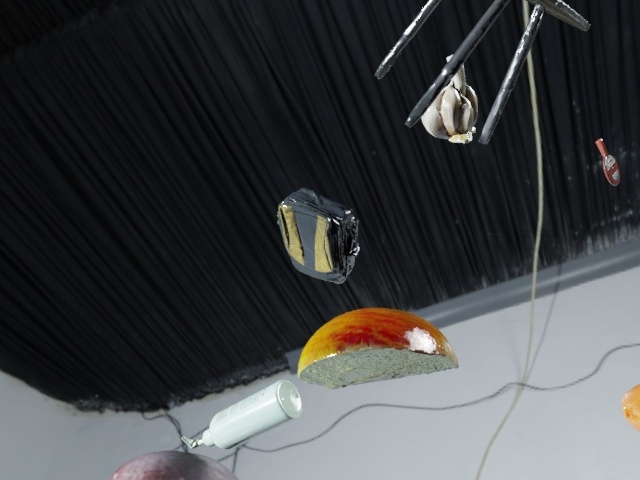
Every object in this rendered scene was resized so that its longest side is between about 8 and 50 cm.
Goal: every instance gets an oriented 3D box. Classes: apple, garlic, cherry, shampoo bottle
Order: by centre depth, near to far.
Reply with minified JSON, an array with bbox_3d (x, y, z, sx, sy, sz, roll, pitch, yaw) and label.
[{"bbox_3d":[-0.114,0.259,0.738,0.195,0.056,0.056,-33,29,25],"label":"shampoo bottle"},{"bbox_3d":[-0.195,0.403,0.740,0.183,0.266,0.213,-46,20,-18],"label":"cherry"},{"bbox_3d":[0.120,0.238,1.157,0.345,0.179,0.254,-11,14,14],"label":"apple"},{"bbox_3d":[0.289,-0.317,1.177,0.127,0.194,0.131,16,47,33],"label":"garlic"}]

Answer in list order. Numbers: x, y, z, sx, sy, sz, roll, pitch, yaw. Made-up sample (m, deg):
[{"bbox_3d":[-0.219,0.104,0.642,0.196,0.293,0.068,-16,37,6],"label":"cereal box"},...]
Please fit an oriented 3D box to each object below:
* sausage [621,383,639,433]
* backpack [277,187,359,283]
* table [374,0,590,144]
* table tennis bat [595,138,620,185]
[{"bbox_3d":[0.742,0.329,1.030,0.258,0.133,0.133,-14,36,21],"label":"sausage"},{"bbox_3d":[0.000,0.000,1.216,0.206,0.258,0.133,23,47,28],"label":"backpack"},{"bbox_3d":[0.254,-0.311,0.875,0.249,0.317,0.317,-60,22,28],"label":"table"},{"bbox_3d":[0.893,-0.243,1.617,0.098,0.155,0.019,-34,11,-37],"label":"table tennis bat"}]
